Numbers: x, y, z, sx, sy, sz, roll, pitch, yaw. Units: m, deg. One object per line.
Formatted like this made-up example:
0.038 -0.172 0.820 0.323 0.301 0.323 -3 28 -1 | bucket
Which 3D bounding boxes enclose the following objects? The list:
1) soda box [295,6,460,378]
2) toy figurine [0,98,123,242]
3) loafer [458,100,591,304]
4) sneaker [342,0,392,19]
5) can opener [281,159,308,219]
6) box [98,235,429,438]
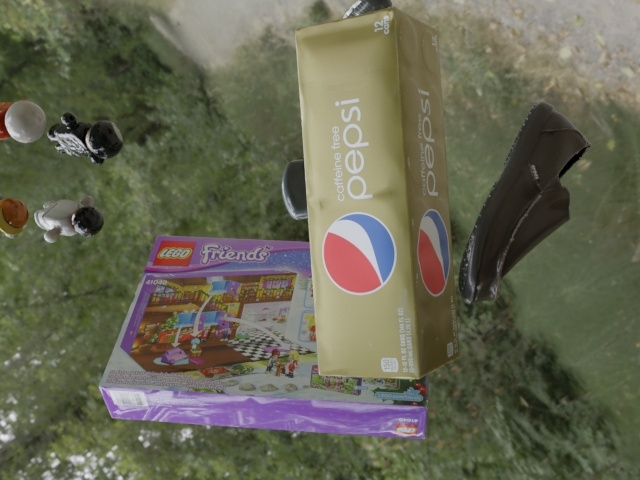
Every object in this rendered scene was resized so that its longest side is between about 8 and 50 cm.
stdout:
0.031 -0.023 0.390 0.061 0.058 0.181 -5 -89 -60 | soda box
-0.420 -0.102 1.125 0.148 0.209 0.213 8 178 36 | toy figurine
0.198 -0.032 0.700 0.078 0.220 0.080 25 165 11 | loafer
0.051 -0.270 1.160 0.078 0.234 0.106 15 -142 -26 | sneaker
0.000 0.000 1.137 0.074 0.093 0.280 87 173 -58 | can opener
-0.041 0.087 0.729 0.200 0.294 0.057 -81 -9 -46 | box
